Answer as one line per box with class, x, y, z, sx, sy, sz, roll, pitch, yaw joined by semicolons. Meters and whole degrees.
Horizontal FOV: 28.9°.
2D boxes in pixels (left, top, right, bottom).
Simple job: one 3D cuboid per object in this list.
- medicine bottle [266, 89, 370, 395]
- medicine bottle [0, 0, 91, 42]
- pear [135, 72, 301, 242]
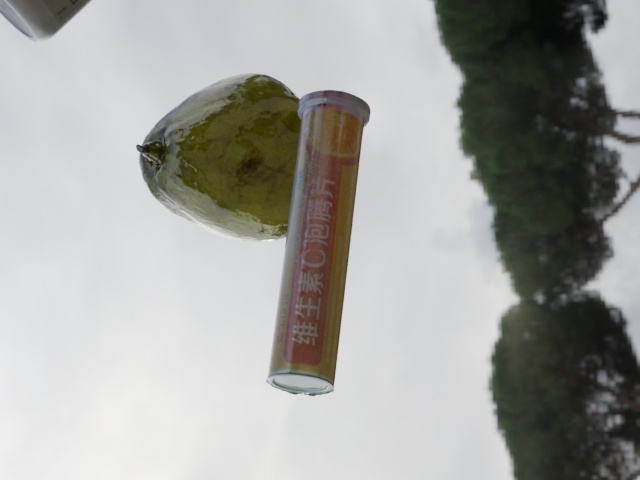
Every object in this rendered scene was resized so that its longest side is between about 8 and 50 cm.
medicine bottle;0.000;0.000;1.735;0.108;0.108;0.426;37;-128;-50
medicine bottle;-0.323;-0.366;1.572;0.215;0.135;0.135;-47;-49;-12
pear;-0.146;-0.134;2.075;0.375;0.287;0.287;3;-97;-40
